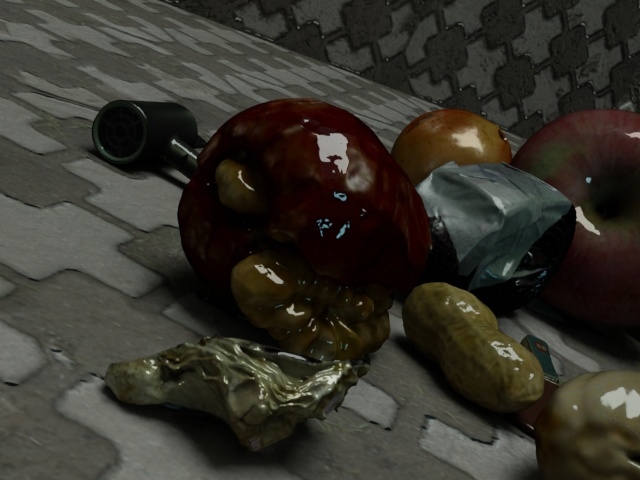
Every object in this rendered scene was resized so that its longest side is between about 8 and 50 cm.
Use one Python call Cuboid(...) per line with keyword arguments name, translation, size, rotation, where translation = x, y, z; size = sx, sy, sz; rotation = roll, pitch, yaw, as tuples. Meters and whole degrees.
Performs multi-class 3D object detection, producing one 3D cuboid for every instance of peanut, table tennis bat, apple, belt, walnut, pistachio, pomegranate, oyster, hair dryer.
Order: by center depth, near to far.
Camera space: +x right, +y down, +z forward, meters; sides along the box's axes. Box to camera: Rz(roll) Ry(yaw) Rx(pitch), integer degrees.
Cuboid(name="oyster", translation=(-0.059, 0.110, 0.768), size=(0.191, 0.081, 0.163), rotation=(9, -8, -4))
Cuboid(name="pistachio", translation=(0.271, 0.180, 0.919), size=(0.215, 0.144, 0.144), rotation=(20, 15, -42))
Cuboid(name="walnut", translation=(0.000, 0.000, 0.988), size=(0.269, 0.222, 0.244), rotation=(19, 46, -53))
Cuboid(name="peanut", translation=(0.153, 0.108, 1.065), size=(0.089, 0.089, 0.193), rotation=(14, 23, -36))
Cuboid(name="table tennis bat", translation=(0.246, 0.163, 1.146), size=(0.154, 0.021, 0.274), rotation=(25, 17, -2))
Cuboid(name="hair dryer", translation=(-0.140, -0.087, 1.320), size=(0.248, 0.078, 0.195), rotation=(38, 17, 11))
Cuboid(name="belt", translation=(0.210, 0.005, 1.324), size=(0.289, 0.184, 0.164), rotation=(-2, 35, -50))
Cuboid(name="apple", translation=(0.426, -0.024, 1.540), size=(0.345, 0.344, 0.269), rotation=(32, -3, 25))
Cuboid(name="pomegranate", translation=(0.208, -0.107, 1.671), size=(0.209, 0.209, 0.209), rotation=(23, 15, -7))
